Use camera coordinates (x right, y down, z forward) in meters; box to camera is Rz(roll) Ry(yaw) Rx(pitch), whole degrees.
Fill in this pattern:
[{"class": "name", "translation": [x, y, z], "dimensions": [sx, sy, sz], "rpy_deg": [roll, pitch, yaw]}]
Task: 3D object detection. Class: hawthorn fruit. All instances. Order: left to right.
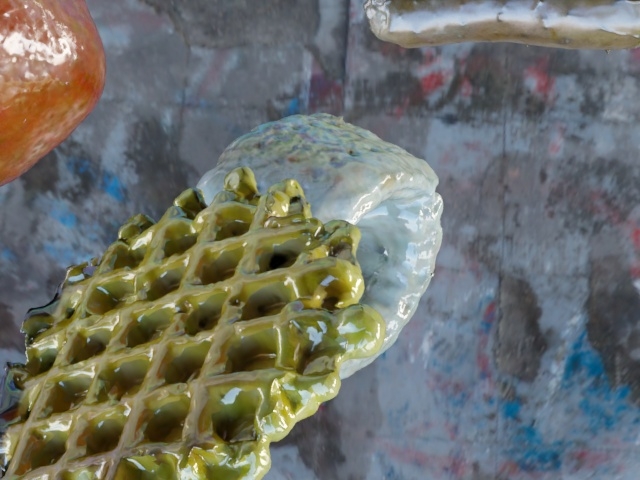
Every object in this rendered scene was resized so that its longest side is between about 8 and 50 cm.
[{"class": "hawthorn fruit", "translation": [-0.368, -0.200, 1.196], "dimensions": [0.295, 0.311, 0.295], "rpy_deg": [-3, 52, 3]}]

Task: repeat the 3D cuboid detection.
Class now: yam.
[{"class": "yam", "translation": [0.142, -0.125, 0.633], "dimensions": [0.241, 0.057, 0.057], "rpy_deg": [3, 69, 15]}]

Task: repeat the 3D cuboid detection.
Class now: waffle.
[{"class": "waffle", "translation": [-0.107, 0.070, 0.815], "dimensions": [0.307, 0.060, 0.312], "rpy_deg": [-33, 33, -2]}]

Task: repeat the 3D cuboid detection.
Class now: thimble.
[{"class": "thimble", "translation": [0.000, 0.000, 1.374], "dimensions": [0.195, 0.291, 0.291], "rpy_deg": [28, 73, 30]}]
